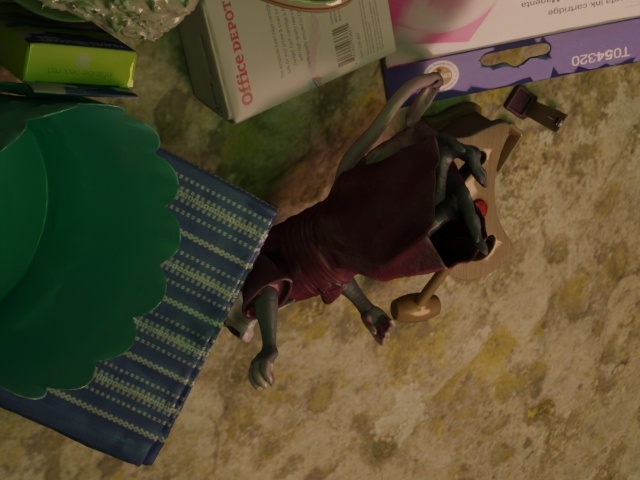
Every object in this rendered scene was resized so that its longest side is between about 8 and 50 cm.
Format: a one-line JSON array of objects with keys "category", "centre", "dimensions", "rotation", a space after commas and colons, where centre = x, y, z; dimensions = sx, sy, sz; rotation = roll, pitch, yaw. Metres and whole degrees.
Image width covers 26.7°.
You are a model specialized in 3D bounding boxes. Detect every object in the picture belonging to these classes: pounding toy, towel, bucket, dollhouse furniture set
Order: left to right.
[{"category": "bucket", "centre": [-0.287, -0.010, 1.248], "dimensions": [0.281, 0.183, 0.281], "rotation": [-23, 120, -47]}, {"category": "towel", "centre": [-0.221, 0.059, 1.444], "dimensions": [0.243, 0.040, 0.336], "rotation": [26, 98, -13]}, {"category": "pounding toy", "centre": [0.183, -0.020, 1.658], "dimensions": [0.154, 0.155, 0.269], "rotation": [-1, 114, -30]}, {"category": "dollhouse furniture set", "centre": [0.273, -0.121, 1.716], "dimensions": [0.091, 0.081, 0.114], "rotation": [27, 97, -41]}]

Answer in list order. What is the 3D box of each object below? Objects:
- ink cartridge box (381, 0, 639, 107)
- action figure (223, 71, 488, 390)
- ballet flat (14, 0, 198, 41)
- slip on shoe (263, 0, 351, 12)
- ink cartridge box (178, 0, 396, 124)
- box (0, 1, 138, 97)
[{"category": "ink cartridge box", "centre": [0.216, -0.298, 1.497], "dimensions": [0.324, 0.071, 0.330], "rotation": [-12, 126, 0]}, {"category": "action figure", "centre": [0.000, 0.000, 1.504], "dimensions": [0.370, 0.275, 0.248], "rotation": [-21, 177, 21]}, {"category": "ballet flat", "centre": [-0.298, -0.265, 1.179], "dimensions": [0.409, 0.147, 0.147], "rotation": [18, 103, -18]}, {"category": "slip on shoe", "centre": [-0.089, -0.332, 1.250], "dimensions": [0.331, 0.101, 0.123], "rotation": [39, 60, -16]}, {"category": "ink cartridge box", "centre": [-0.040, -0.239, 1.427], "dimensions": [0.212, 0.093, 0.154], "rotation": [-28, 127, -22]}, {"category": "box", "centre": [-0.249, -0.180, 1.253], "dimensions": [0.109, 0.178, 0.042], "rotation": [-1, 113, -35]}]
